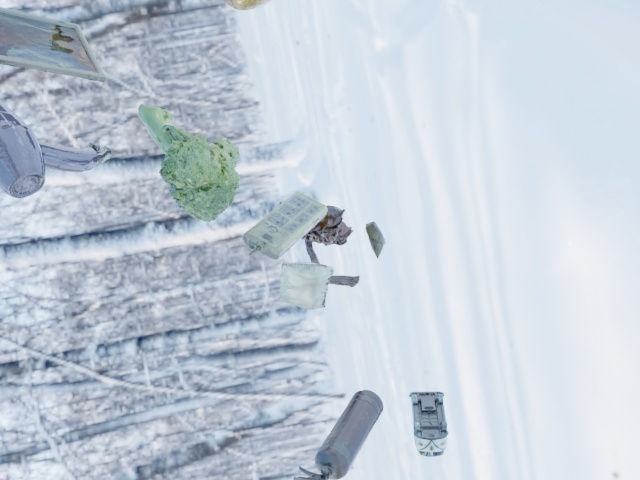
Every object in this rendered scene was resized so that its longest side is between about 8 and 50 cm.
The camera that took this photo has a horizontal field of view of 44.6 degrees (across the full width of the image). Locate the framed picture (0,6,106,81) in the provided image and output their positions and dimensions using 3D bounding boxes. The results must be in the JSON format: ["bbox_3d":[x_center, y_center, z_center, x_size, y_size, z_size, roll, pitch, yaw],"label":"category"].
[{"bbox_3d":[-0.573,-0.399,1.569,0.016,0.250,0.184,-51,56,31],"label":"framed picture"}]

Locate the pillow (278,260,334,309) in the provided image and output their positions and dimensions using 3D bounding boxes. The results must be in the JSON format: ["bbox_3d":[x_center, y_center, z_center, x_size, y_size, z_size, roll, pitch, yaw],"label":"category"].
[{"bbox_3d":[-0.040,0.114,1.968,0.229,0.128,0.050,101,178,-61],"label":"pillow"}]

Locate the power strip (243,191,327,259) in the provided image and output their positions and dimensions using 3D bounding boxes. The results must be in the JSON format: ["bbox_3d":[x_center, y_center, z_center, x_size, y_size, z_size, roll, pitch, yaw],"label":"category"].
[{"bbox_3d":[-0.082,-0.029,1.715,0.268,0.092,0.034,-43,-23,-48],"label":"power strip"}]

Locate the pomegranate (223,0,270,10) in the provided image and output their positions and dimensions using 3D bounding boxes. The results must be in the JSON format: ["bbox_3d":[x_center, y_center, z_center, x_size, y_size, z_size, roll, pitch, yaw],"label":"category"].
[{"bbox_3d":[-0.176,-0.671,1.918,0.215,0.215,0.215,169,90,-87],"label":"pomegranate"}]

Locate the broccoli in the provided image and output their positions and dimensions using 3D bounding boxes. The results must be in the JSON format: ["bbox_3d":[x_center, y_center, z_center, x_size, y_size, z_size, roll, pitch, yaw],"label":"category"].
[{"bbox_3d":[-0.274,-0.185,1.804,0.254,0.186,0.302,54,-169,-43],"label":"broccoli"}]

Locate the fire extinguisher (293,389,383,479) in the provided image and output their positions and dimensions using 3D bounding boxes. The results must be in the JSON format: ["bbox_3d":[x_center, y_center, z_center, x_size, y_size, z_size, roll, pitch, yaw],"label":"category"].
[{"bbox_3d":[0.040,0.397,1.551,0.267,0.089,0.072,-46,-36,-55],"label":"fire extinguisher"}]

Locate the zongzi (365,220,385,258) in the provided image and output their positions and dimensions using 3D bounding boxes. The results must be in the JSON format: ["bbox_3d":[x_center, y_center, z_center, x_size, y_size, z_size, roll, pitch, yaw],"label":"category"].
[{"bbox_3d":[0.139,-0.002,2.056,0.076,0.040,0.083,60,-151,-20],"label":"zongzi"}]

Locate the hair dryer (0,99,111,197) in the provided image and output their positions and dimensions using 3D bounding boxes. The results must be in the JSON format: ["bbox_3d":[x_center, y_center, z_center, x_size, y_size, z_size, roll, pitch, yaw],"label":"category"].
[{"bbox_3d":[-0.569,-0.205,1.595,0.301,0.121,0.361,54,-161,20],"label":"hair dryer"}]

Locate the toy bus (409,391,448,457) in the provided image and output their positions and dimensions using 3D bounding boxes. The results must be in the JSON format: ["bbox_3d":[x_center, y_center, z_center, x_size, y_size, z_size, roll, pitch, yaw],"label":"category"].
[{"bbox_3d":[0.261,0.441,1.873,0.194,0.087,0.089,-82,-11,-68],"label":"toy bus"}]

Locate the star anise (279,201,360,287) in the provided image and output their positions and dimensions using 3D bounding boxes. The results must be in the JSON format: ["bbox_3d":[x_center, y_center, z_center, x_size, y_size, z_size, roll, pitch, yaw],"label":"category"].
[{"bbox_3d":[0.007,-0.006,2.085,0.148,0.237,0.346,-54,-55,-30],"label":"star anise"}]
